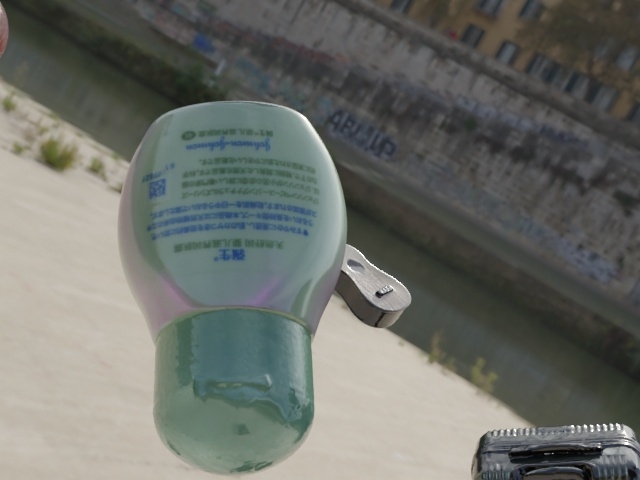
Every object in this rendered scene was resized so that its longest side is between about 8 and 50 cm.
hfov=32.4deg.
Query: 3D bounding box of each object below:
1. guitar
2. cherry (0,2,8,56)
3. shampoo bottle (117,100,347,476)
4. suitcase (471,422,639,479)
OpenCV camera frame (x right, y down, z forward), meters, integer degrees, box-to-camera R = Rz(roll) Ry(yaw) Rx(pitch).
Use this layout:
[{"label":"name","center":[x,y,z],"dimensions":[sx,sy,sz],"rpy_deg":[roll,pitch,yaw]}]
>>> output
[{"label":"guitar","center":[-0.002,0.001,1.347],"dimensions":[0.271,0.038,0.084],"rpy_deg":[45,29,15]},{"label":"cherry","center":[-0.385,-0.235,1.197],"dimensions":[0.087,0.106,0.126],"rpy_deg":[27,14,21]},{"label":"shampoo bottle","center":[-0.081,0.047,1.033],"dimensions":[0.221,0.350,0.151],"rpy_deg":[-1,-29,-5]},{"label":"suitcase","center":[0.281,0.363,1.257],"dimensions":[0.202,0.312,0.128],"rpy_deg":[-6,18,13]}]
